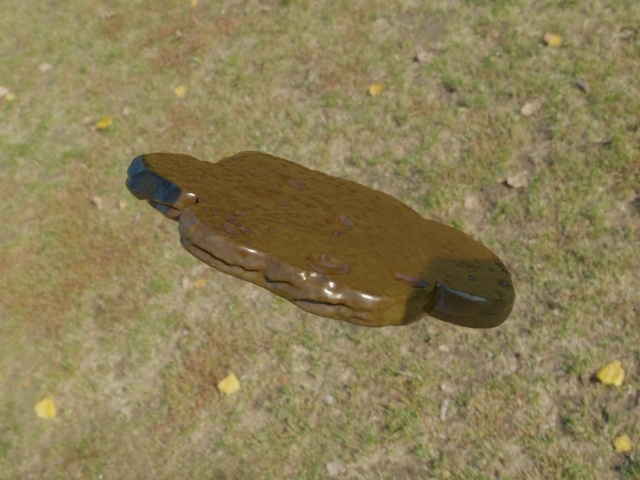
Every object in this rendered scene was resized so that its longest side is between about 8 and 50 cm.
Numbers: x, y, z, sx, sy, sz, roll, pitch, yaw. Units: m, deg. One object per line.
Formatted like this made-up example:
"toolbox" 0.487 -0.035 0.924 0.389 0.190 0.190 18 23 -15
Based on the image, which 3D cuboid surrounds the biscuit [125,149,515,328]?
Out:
"biscuit" 0.000 0.000 0.572 0.290 0.041 0.208 18 22 -2
